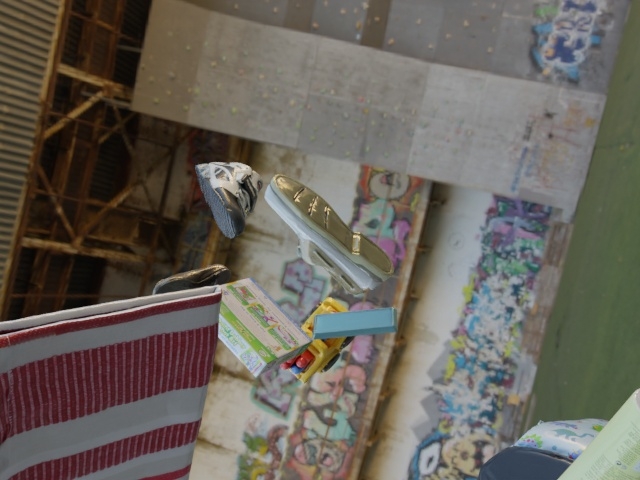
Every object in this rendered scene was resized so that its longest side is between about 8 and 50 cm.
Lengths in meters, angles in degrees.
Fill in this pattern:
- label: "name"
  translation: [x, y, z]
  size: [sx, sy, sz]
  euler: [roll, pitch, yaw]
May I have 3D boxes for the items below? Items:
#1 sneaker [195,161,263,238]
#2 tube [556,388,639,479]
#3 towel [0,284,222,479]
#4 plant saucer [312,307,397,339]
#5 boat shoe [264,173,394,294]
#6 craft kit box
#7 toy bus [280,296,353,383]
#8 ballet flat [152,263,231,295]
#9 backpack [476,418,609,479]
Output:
- label: "sneaker"
  translation: [-0.201, -0.120, 1.575]
  size: [0.330, 0.146, 0.123]
  euler: [-123, 22, -56]
- label: "tube"
  translation: [0.300, 0.259, 0.711]
  size: [0.062, 0.070, 0.240]
  euler: [-5, -50, -32]
- label: "towel"
  translation: [-0.219, 0.205, 0.656]
  size: [0.237, 0.037, 0.329]
  euler: [-9, -56, -40]
- label: "plant saucer"
  translation: [0.075, 0.183, 1.477]
  size: [0.067, 0.192, 0.018]
  euler: [-85, -15, -46]
- label: "boat shoe"
  translation: [0.000, 0.000, 1.291]
  size: [0.103, 0.302, 0.113]
  euler: [-43, 13, 29]
- label: "craft kit box"
  translation: [-0.168, 0.209, 1.665]
  size: [0.061, 0.250, 0.246]
  euler: [-51, -17, 17]
- label: "toy bus"
  translation: [-0.023, 0.294, 1.879]
  size: [0.220, 0.149, 0.211]
  euler: [-55, -15, 25]
- label: "ballet flat"
  translation: [-0.348, 0.109, 1.772]
  size: [0.249, 0.058, 0.084]
  euler: [-18, -47, -46]
- label: "backpack"
  translation: [0.503, 0.461, 1.232]
  size: [0.355, 0.290, 0.273]
  euler: [31, -104, -42]
